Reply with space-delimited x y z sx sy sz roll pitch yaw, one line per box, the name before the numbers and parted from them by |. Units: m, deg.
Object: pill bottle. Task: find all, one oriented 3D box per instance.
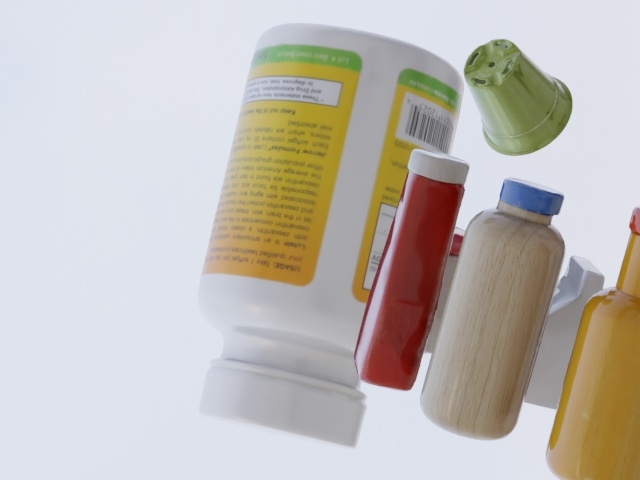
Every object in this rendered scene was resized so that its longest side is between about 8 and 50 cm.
pill bottle | 0.000 0.000 1.096 0.136 0.136 0.245 20 -101 -40

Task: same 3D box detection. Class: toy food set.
toy food set | 0.079 0.015 0.732 0.111 0.232 0.104 14 -80 -4

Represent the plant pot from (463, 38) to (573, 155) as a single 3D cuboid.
plant pot | 0.159 -0.127 1.469 0.083 0.083 0.079 -58 -41 -15
